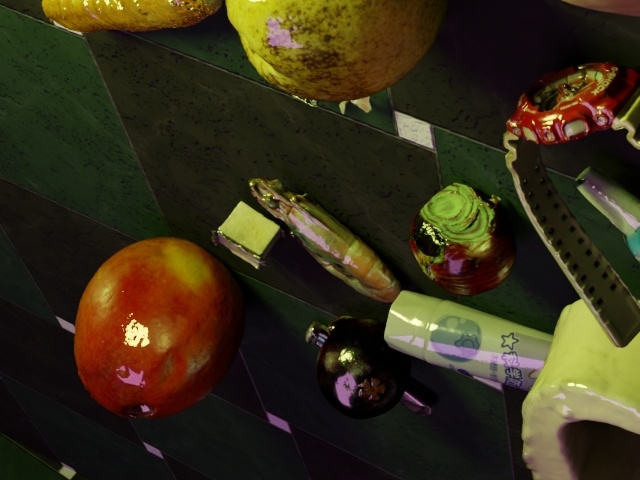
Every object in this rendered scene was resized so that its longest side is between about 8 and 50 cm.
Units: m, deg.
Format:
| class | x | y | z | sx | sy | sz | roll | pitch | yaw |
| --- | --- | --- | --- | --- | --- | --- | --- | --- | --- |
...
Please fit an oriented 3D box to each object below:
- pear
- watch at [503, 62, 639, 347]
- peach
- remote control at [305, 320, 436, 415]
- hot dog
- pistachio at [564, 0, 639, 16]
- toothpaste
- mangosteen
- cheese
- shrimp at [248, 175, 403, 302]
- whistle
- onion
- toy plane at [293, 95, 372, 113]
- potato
| class | x | y | z | sx | sy | sz | roll | pitch | yaw |
| --- | --- | --- | --- | --- | --- | --- | --- | --- | --- |
| pear | 0.009 | -0.208 | 1.245 | 0.197 | 0.197 | 0.197 | 28 | 155 | 14 |
| watch | 0.266 | -0.029 | 1.284 | 0.165 | 0.102 | 0.268 | -15 | 115 | 49 |
| peach | -0.237 | 0.132 | 2.083 | 0.281 | 0.281 | 0.238 | 6 | 145 | 47 |
| remote control | 0.070 | 0.183 | 2.074 | 0.212 | 0.028 | 0.059 | 33 | 155 | 4 |
| hot dog | -0.208 | -0.259 | 1.574 | 0.289 | 0.068 | 0.083 | 2 | 147 | 49 |
| pistachio | 0.177 | -0.251 | 0.985 | 0.293 | 0.181 | 0.162 | 27 | 118 | 9 |
| toothpaste | 0.259 | 0.142 | 1.725 | 0.371 | 0.080 | 0.125 | 16 | 147 | 20 |
| mangosteen | 0.054 | 0.163 | 1.963 | 0.137 | 0.137 | 0.151 | 50 | -176 | -31 |
| cheese | 0.372 | 0.203 | 1.539 | 0.292 | 0.153 | 0.332 | 2 | 143 | 36 |
| shrimp | -0.001 | 0.002 | 1.809 | 0.251 | 0.052 | 0.143 | 45 | 161 | -19 |
| whistle | 0.337 | 0.010 | 1.364 | 0.236 | 0.077 | 0.114 | 40 | 170 | 3 |
| onion | 0.155 | 0.004 | 1.552 | 0.117 | 0.119 | 0.118 | 59 | 175 | 40 |
| toy plane | 0.003 | -0.163 | 1.524 | 0.121 | 0.031 | 0.049 | 30 | 147 | 18 |
| potato | -0.090 | -0.006 | 1.860 | 0.086 | 0.061 | 0.122 | 32 | 173 | 1 |
